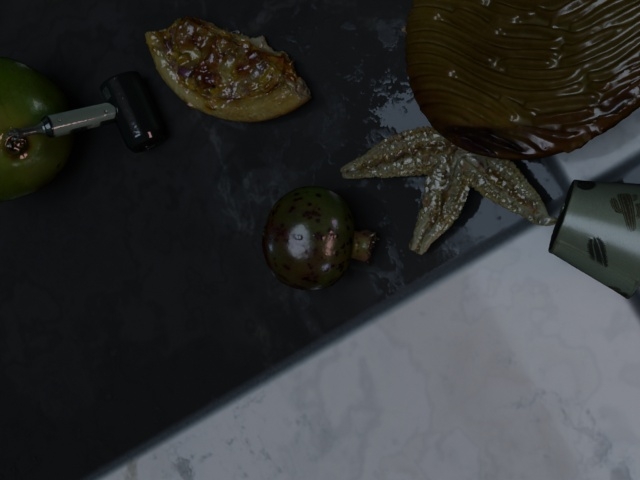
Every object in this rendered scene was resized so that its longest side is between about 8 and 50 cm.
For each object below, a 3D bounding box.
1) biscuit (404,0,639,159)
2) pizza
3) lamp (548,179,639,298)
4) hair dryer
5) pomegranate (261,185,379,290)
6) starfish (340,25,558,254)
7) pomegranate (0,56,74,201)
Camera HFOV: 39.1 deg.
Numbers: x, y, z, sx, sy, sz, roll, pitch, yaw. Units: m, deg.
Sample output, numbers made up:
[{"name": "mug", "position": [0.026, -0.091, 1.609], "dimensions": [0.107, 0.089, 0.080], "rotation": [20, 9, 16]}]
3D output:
[{"name": "biscuit", "position": [0.222, -0.236, 0.933], "dimensions": [0.318, 0.040, 0.317], "rotation": [-10, 73, 35]}, {"name": "pizza", "position": [-0.127, -0.216, 1.139], "dimensions": [0.246, 0.058, 0.127], "rotation": [36, 106, 16]}, {"name": "lamp", "position": [0.346, 0.008, 0.907], "dimensions": [0.215, 0.121, 0.121], "rotation": [17, 101, 10]}, {"name": "hair dryer", "position": [-0.305, -0.151, 1.163], "dimensions": [0.057, 0.198, 0.100], "rotation": [-39, 72, 58]}, {"name": "pomegranate", "position": [-0.007, 0.000, 1.065], "dimensions": [0.130, 0.130, 0.130], "rotation": [2, 94, 25]}, {"name": "starfish", "position": [0.132, -0.104, 1.033], "dimensions": [0.231, 0.048, 0.295], "rotation": [-36, 76, 22]}, {"name": "pomegranate", "position": [-0.429, -0.141, 1.241], "dimensions": [0.241, 0.159, 0.189], "rotation": [-44, 64, 49]}]
